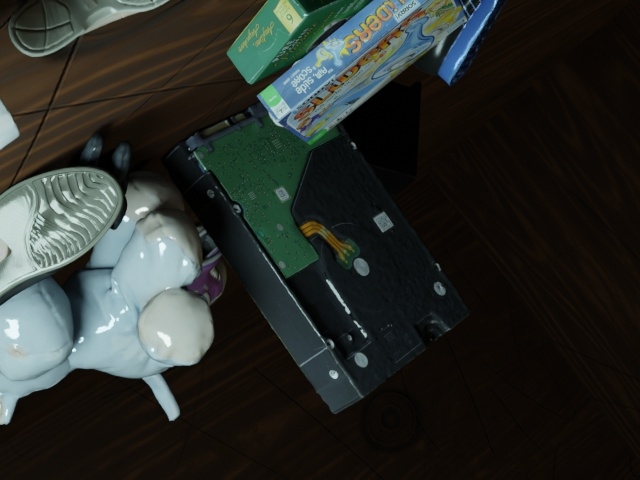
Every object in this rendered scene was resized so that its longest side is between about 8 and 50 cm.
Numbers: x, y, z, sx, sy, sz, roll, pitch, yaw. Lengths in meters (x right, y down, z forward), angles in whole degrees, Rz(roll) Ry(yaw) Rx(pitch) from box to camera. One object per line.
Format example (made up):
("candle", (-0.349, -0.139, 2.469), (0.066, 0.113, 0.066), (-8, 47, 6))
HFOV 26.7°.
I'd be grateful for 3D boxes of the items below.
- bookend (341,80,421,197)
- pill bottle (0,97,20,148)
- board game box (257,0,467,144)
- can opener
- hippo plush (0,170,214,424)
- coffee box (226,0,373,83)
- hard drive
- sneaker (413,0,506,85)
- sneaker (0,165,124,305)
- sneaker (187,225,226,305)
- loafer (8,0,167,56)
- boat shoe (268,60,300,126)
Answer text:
("bookend", (0.053, -0.160, 1.873), (0.157, 0.156, 0.072), (15, 153, -21))
("pill bottle", (-0.247, -0.044, 0.740), (0.152, 0.086, 0.086), (-35, 176, -13))
("board game box", (0.043, -0.175, 1.276), (0.201, 0.035, 0.136), (-39, 168, 8))
("can opener", (-0.206, -0.058, 1.248), (0.059, 0.073, 0.186), (4, 164, -8))
("hippo plush", (-0.260, 0.059, 1.418), (0.236, 0.234, 0.294), (-7, 160, -18))
("coffee box", (0.009, -0.214, 1.223), (0.184, 0.040, 0.113), (-33, 174, -39))
("hard drive", (0.000, 0.000, 1.523), (0.064, 0.339, 0.237), (-36, 177, 43))
("sneaker", (0.167, -0.289, 1.487), (0.232, 0.090, 0.081), (-59, 169, 14))
("sneaker", (-0.269, -0.002, 1.223), (0.222, 0.083, 0.118), (-32, -175, 7))
("sneaker", (-0.188, 0.040, 2.129), (0.161, 0.102, 0.282), (-41, 173, 21))
("loafer", (-0.133, -0.151, 0.820), (0.125, 0.045, 0.039), (-28, -168, -8))
("boat shoe", (0.013, -0.193, 1.361), (0.184, 0.063, 0.066), (-44, 147, 13))
